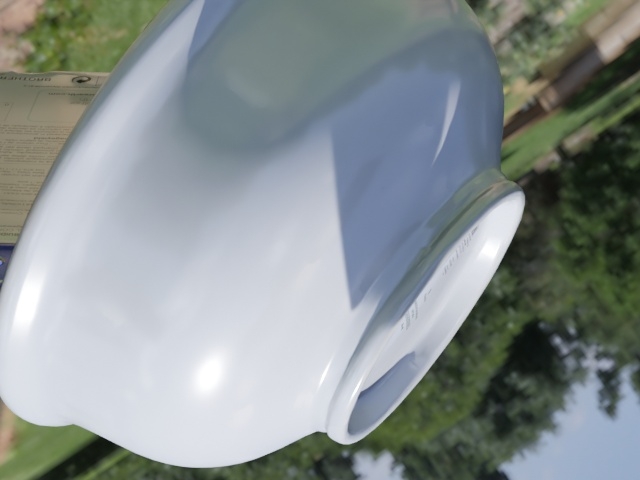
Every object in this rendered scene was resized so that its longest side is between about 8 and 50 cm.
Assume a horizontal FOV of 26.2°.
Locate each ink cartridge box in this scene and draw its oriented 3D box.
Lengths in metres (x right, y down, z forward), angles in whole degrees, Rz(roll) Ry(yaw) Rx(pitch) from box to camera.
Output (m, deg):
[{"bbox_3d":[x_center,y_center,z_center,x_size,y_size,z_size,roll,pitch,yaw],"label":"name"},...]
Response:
[{"bbox_3d":[-0.186,-0.022,0.778,0.186,0.065,0.311,1,-156,-3],"label":"ink cartridge box"}]

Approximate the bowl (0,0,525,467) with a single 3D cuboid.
[{"bbox_3d":[0.000,0.000,0.638,0.298,0.134,0.298,-49,164,-19],"label":"bowl"}]
